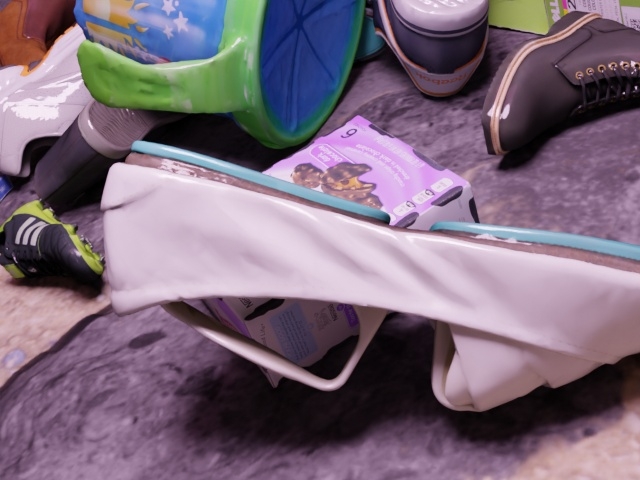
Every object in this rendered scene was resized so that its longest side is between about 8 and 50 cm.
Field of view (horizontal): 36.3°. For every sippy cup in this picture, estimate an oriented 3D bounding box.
[{"bbox_3d":[-0.102,-0.227,0.937,0.224,0.240,0.305,17,6,21],"label":"sippy cup"}]

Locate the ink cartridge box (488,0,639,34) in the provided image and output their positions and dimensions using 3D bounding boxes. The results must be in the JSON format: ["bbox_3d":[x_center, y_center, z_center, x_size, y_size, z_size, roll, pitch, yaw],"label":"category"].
[{"bbox_3d":[0.276,-0.290,0.985,0.189,0.097,0.255,-41,39,-25],"label":"ink cartridge box"}]

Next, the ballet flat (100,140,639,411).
[{"bbox_3d":[0.052,0.037,0.615,0.400,0.139,0.139,12,41,5],"label":"ballet flat"}]

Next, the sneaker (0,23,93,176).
[{"bbox_3d":[-0.269,-0.162,1.098,0.262,0.121,0.099,-35,-3,-13],"label":"sneaker"}]

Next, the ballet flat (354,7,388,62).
[{"bbox_3d":[-0.006,-0.227,1.083,0.188,0.070,0.070,-1,39,21],"label":"ballet flat"}]

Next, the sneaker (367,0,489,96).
[{"bbox_3d":[0.105,-0.283,0.991,0.126,0.127,0.321,0,52,4],"label":"sneaker"}]

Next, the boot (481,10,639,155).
[{"bbox_3d":[0.236,-0.131,0.817,0.137,0.077,0.198,18,51,36],"label":"boot"}]

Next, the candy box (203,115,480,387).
[{"bbox_3d":[0.000,0.000,0.761,0.196,0.070,0.165,-31,36,-14],"label":"candy box"}]

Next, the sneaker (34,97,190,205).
[{"bbox_3d":[-0.220,-0.121,1.037,0.118,0.083,0.222,-35,8,30],"label":"sneaker"}]

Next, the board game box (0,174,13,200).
[{"bbox_3d":[-0.398,-0.038,1.069,0.090,0.020,0.090,0,40,30],"label":"board game box"}]

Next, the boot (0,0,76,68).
[{"bbox_3d":[-0.362,-0.262,1.253,0.264,0.096,0.280,-34,35,3],"label":"boot"}]

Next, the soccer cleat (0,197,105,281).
[{"bbox_3d":[-0.253,0.012,0.899,0.072,0.060,0.179,-44,33,-15],"label":"soccer cleat"}]
